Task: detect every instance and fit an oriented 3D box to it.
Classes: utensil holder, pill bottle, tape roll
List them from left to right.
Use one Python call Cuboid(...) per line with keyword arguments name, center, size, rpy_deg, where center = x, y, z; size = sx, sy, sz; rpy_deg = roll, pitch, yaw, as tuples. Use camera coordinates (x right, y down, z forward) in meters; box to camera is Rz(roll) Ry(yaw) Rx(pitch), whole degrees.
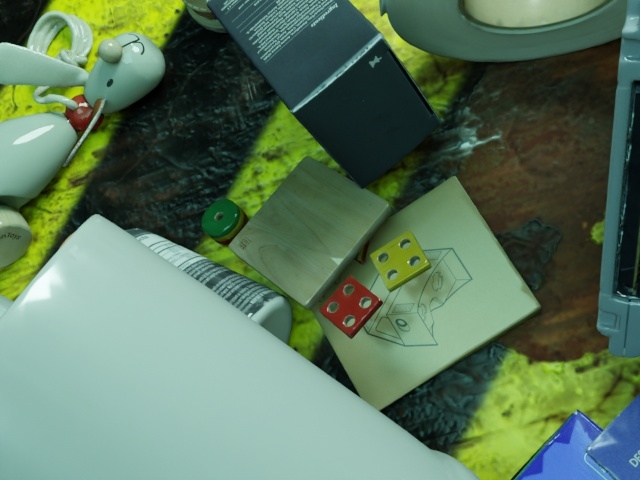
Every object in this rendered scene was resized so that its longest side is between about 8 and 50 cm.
Cuboid(name="pill bottle", center=(-0.162, 0.069, 0.926), size=(0.245, 0.130, 0.130), rpy_deg=(24, 86, 21))
Cuboid(name="utensil holder", center=(-0.112, 0.211, 0.694), size=(0.385, 0.327, 0.327), rpy_deg=(39, 92, -11))
Cuboid(name="tape roll", center=(0.193, -0.264, 0.803), size=(0.286, 0.286, 0.100), rpy_deg=(-7, 77, 16))

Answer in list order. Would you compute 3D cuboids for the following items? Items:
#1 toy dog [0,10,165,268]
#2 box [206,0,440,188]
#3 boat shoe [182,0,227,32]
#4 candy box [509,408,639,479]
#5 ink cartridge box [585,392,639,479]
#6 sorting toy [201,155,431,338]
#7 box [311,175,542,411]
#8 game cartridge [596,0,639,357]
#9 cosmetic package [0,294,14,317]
Cuboid(name="toy dog", center=(-0.345, -0.128, 1.009), size=(0.220, 0.161, 0.334), rpy_deg=(30, 89, 21))
Cuboid(name="box", center=(0.002, -0.178, 0.888), size=(0.108, 0.153, 0.207), rpy_deg=(-40, 51, 6))
Cuboid(name="boat shoe", center=(-0.029, -0.363, 0.983), size=(0.324, 0.116, 0.123), rpy_deg=(-42, 70, 5))
Cuboid(name="candy box", center=(0.216, 0.349, 0.749), size=(0.268, 0.122, 0.317), rpy_deg=(42, 91, 21))
Cuboid(name="ink cartridge box", center=(0.425, 0.171, 0.689), size=(0.303, 0.072, 0.307), rpy_deg=(-38, 70, -21))
Cuboid(name="sorting toy", center=(0.000, 0.000, 0.914), size=(0.274, 0.046, 0.132), rpy_deg=(34, 81, 41))
Cuboid(name="box", center=(0.096, 0.055, 0.905), size=(0.201, 0.021, 0.164), rpy_deg=(-33, 70, 8))
Cuboid(name="game cartridge", center=(0.273, -0.076, 0.730), size=(0.060, 0.196, 0.294), rpy_deg=(6, 121, 19))
Cuboid(name="cosmetic package", center=(-0.310, 0.241, 0.953), size=(0.377, 0.097, 0.284), rpy_deg=(23, 88, 20))
